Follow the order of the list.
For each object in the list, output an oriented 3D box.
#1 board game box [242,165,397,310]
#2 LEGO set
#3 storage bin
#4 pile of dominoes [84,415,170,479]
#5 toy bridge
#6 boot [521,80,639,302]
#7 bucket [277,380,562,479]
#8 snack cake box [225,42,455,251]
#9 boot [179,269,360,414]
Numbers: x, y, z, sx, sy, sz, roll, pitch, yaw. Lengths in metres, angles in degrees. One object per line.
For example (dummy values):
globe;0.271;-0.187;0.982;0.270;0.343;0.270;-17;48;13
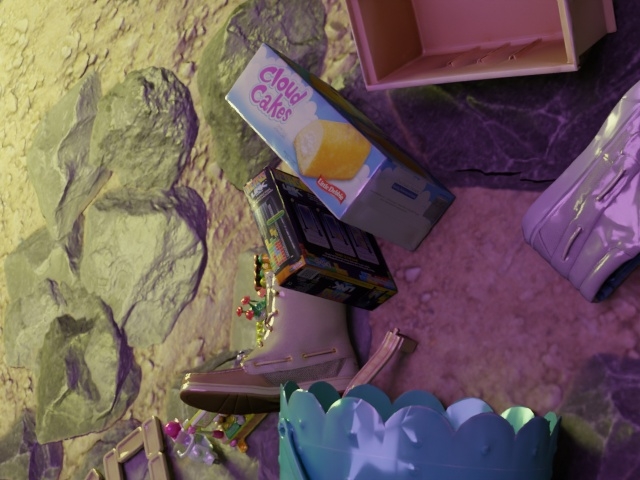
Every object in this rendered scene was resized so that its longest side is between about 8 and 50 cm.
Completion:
board game box;0.000;0.000;1.141;0.048;0.170;0.141;-40;54;25
LEGO set;-0.107;0.150;1.225;0.132;0.107;0.287;26;94;41
storage bin;0.156;-0.313;1.059;0.262;0.123;0.261;1;116;40
pile of dominoes;-0.253;0.394;1.333;0.196;0.040;0.251;-39;47;24
toy bridge;0.049;0.185;1.116;0.026;0.063;0.188;26;94;41
boot;0.320;-0.058;0.962;0.258;0.095;0.123;-53;56;25
bucket;0.087;0.240;0.941;0.281;0.281;0.183;1;83;39
snack cake box;0.020;-0.112;1.172;0.089;0.152;0.264;-53;52;13
boot;-0.062;0.115;1.158;0.077;0.213;0.165;113;153;-63
